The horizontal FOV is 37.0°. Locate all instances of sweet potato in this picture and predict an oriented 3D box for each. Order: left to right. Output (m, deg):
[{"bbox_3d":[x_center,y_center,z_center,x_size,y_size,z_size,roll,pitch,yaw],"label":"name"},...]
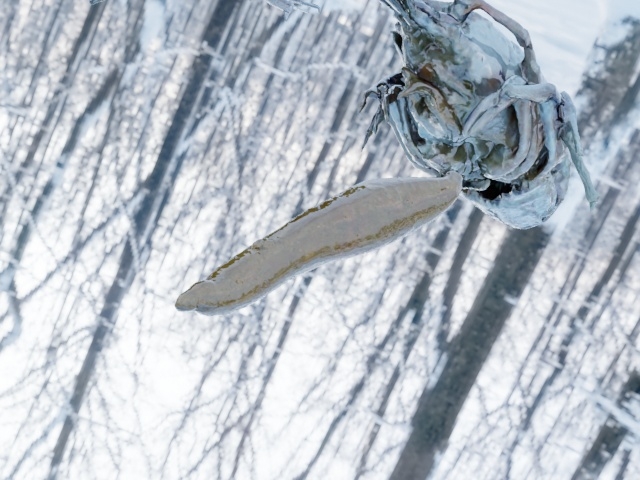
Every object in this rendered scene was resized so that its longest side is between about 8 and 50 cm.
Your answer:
[{"bbox_3d":[0.000,0.000,0.322,0.115,0.026,0.026,-26,-143,-24],"label":"sweet potato"}]

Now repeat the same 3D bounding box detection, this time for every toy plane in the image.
[{"bbox_3d":[-0.041,-0.238,0.929,0.079,0.031,0.083,13,175,18],"label":"toy plane"}]

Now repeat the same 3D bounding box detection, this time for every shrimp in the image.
[{"bbox_3d":[0.135,-0.096,0.733,0.172,0.137,0.372,11,176,31],"label":"shrimp"}]

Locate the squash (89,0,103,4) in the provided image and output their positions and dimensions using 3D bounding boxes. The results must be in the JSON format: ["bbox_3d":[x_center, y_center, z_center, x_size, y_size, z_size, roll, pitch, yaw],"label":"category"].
[{"bbox_3d":[-0.181,-0.349,1.024,0.066,0.252,0.066,36,-142,-35],"label":"squash"}]
